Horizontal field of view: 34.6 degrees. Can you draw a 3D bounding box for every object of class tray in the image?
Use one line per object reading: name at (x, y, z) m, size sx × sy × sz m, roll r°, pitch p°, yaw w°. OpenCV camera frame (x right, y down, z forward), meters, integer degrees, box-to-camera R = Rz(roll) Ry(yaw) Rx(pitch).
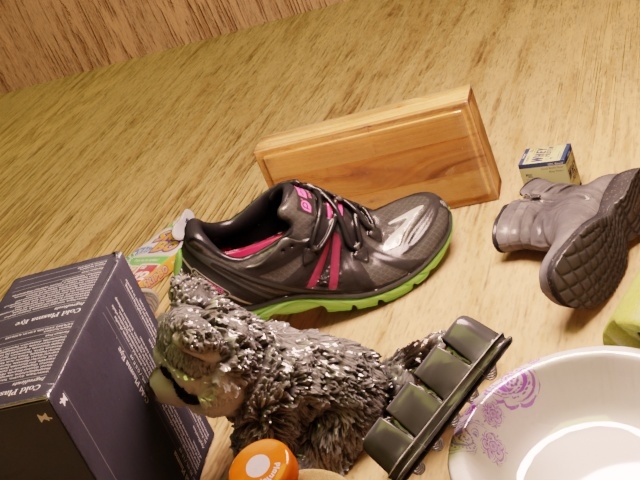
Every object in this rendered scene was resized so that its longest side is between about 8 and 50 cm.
tray at (0.104, -0.134, 1.888) m, size 0.411 × 0.202 × 0.076 m, roll -12°, pitch 30°, yaw 21°

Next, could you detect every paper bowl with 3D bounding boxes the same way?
paper bowl at (0.290, 0.254, 1.102) m, size 0.284 × 0.148 × 0.284 m, roll -18°, pitch 28°, yaw 10°

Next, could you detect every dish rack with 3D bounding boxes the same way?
dish rack at (0.142, 0.199, 1.239) m, size 0.074 × 0.271 × 0.208 m, roll 38°, pitch 84°, yaw 18°

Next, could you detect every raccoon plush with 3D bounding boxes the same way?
raccoon plush at (-0.015, 0.128, 1.387) m, size 0.446 × 0.299 × 0.216 m, roll -31°, pitch 30°, yaw -17°

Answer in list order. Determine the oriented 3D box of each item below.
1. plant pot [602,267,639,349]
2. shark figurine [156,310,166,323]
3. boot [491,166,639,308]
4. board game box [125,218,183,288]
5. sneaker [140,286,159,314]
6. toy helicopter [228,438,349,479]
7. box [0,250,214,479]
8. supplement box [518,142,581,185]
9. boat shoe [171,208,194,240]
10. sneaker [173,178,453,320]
plant pot at (0.477, 0.071, 1.206) m, size 0.254 × 0.276 × 0.276 m, roll -45°, pitch 33°, yaw -18°
shark figurine at (-0.221, 0.147, 1.730) m, size 0.278 × 0.116 × 0.166 m, roll -28°, pitch 29°, yaw -6°
boot at (0.356, 0.002, 1.578) m, size 0.223 × 0.118 × 0.338 m, roll -5°, pitch 23°, yaw 41°
board game box at (-0.327, 0.030, 2.109) m, size 0.124 × 0.039 × 0.259 m, roll 9°, pitch 38°, yaw 45°
sneaker at (-0.412, 0.130, 1.932) m, size 0.222 × 0.083 × 0.118 m, roll -25°, pitch 27°, yaw -2°
toy helicopter at (-0.071, 0.414, 1.156) m, size 0.235 × 0.140 × 0.355 m, roll 23°, pitch 62°, yaw 43°
box at (-0.309, 0.249, 1.353) m, size 0.179 × 0.343 × 0.312 m, roll -14°, pitch 27°, yaw 14°
supplement box at (0.393, -0.113, 1.759) m, size 0.083 × 0.083 × 0.056 m, roll -5°, pitch 32°, yaw 31°
boat shoe at (-0.290, -0.027, 2.116) m, size 0.035 × 0.035 × 0.100 m, roll -39°, pitch 22°, yaw 29°
sneaker at (0.000, 0.000, 1.669) m, size 0.483 × 0.202 × 0.185 m, roll -14°, pitch 37°, yaw -15°
